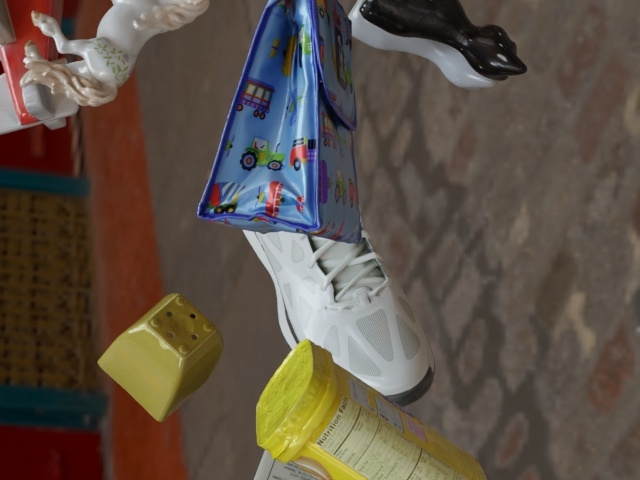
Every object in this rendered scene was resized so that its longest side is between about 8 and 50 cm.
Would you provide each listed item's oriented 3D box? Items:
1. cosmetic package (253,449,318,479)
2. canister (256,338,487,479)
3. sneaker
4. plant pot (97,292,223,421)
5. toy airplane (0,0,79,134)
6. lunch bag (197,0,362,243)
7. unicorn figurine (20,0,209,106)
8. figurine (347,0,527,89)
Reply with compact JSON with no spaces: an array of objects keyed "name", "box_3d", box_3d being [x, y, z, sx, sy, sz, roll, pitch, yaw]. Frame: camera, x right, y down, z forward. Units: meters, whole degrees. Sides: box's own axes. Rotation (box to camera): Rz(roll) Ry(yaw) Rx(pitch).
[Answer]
[{"name":"cosmetic package","box_3d":[-0.026,0.343,1.459,0.129,0.153,0.296,105,-173,-59]},{"name":"canister","box_3d":[0.040,0.159,1.075,0.073,0.170,0.126,-54,10,8]},{"name":"sneaker","box_3d":[-0.001,0.000,1.841,0.447,0.169,0.257,57,164,32]},{"name":"plant pot","box_3d":[-0.135,0.094,1.264,0.081,0.081,0.083,-42,-9,-39]},{"name":"toy airplane","box_3d":[-0.471,-0.339,2.074,0.384,0.272,0.386,-84,0,-48]},{"name":"lunch bag","box_3d":[-0.024,-0.153,1.552,0.221,0.138,0.293,13,-97,-77]},{"name":"unicorn figurine","box_3d":[-0.148,-0.164,1.049,0.060,0.111,0.162,85,-153,-76]},{"name":"figurine","box_3d":[0.145,-0.256,1.776,0.092,0.209,0.215,-59,6,-4]}]
